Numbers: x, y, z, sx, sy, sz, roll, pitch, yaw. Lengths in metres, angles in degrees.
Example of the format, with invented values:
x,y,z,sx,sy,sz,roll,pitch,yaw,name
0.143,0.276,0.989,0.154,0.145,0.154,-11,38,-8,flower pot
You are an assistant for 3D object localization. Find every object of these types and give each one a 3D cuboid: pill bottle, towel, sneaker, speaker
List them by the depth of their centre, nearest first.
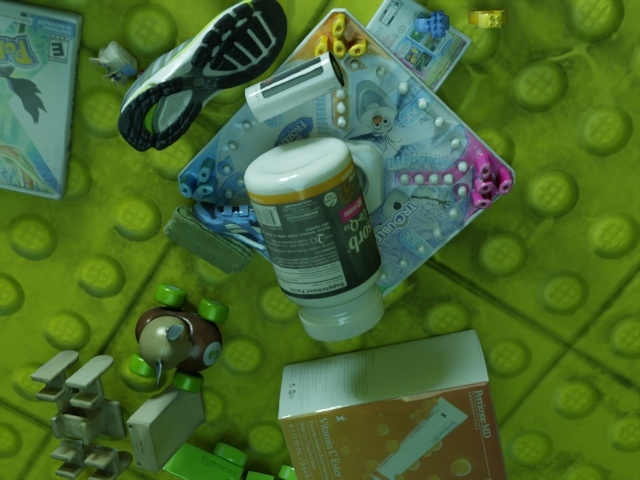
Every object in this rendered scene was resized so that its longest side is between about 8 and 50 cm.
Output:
x,y,z,sx,sy,sz,roll,pitch,yaw,name
-0.038,-0.218,1.302,0.136,0.055,0.055,-21,112,15,speaker
-0.182,-0.259,1.331,0.300,0.121,0.111,-37,125,-4,sneaker
0.000,0.000,1.350,0.162,0.162,0.278,-14,116,8,pill bottle
-0.127,-0.035,1.405,0.144,0.053,0.059,21,118,-16,sneaker
-0.179,0.002,1.466,0.148,0.027,0.110,31,151,-9,towel

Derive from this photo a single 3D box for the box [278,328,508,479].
x,y,z,sx,sy,sz,roll,pitch,yaw,name
0.123,0.311,1.546,0.345,0.168,0.215,-12,113,7,box

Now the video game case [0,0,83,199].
x,y,z,sx,sy,sz,roll,pitch,yaw,name
-0.543,-0.233,1.396,0.329,0.036,0.300,11,114,-3,video game case

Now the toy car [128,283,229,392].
x,y,z,sx,sy,sz,roll,pitch,yaw,name
-0.231,0.169,1.461,0.149,0.188,0.155,20,92,-7,toy car

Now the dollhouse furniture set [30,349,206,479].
x,y,z,sx,sy,sz,roll,pitch,yaw,name
-0.351,0.300,1.600,0.242,0.161,0.212,5,116,24,dollhouse furniture set

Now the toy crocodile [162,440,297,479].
x,y,z,sx,sy,sz,roll,pitch,yaw,name
-0.127,0.452,1.660,0.340,0.105,0.115,21,73,-6,toy crocodile

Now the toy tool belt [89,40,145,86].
x,y,z,sx,sy,sz,roll,pitch,yaw,name
-0.304,-0.259,1.372,0.051,0.052,0.083,-25,139,21,toy tool belt

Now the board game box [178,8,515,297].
x,y,z,sx,sy,sz,roll,pitch,yaw,name
0.036,-0.090,1.420,0.390,0.050,0.390,41,113,-15,board game box

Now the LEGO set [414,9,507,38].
x,y,z,sx,sy,sz,roll,pitch,yaw,name
0.211,-0.333,1.280,0.227,0.093,0.087,-6,108,-1,LEGO set

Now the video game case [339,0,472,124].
x,y,z,sx,sy,sz,roll,pitch,yaw,name
0.124,-0.274,1.364,0.143,0.019,0.157,31,111,-12,video game case
